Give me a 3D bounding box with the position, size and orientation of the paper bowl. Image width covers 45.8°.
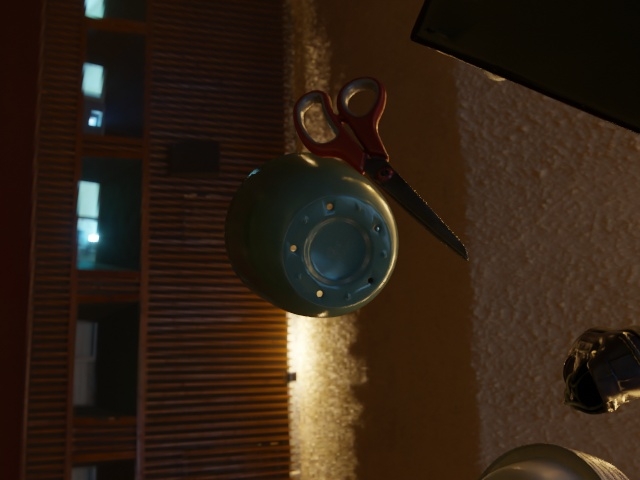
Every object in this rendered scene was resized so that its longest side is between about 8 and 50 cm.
[{"bbox_3d":[0.300,0.421,1.038,0.284,0.148,0.284,-39,-141,41],"label":"paper bowl"}]

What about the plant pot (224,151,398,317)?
[{"bbox_3d":[0.000,0.000,1.286,0.235,0.293,0.292,-152,-108,-72],"label":"plant pot"}]

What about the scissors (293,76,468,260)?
[{"bbox_3d":[0.050,-0.069,0.773,0.109,0.021,0.297,-22,-129,3],"label":"scissors"}]

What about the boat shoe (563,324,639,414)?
[{"bbox_3d":[0.242,0.119,0.676,0.206,0.065,0.075,81,-14,-75],"label":"boat shoe"}]

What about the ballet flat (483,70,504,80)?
[{"bbox_3d":[0.257,-0.452,1.221,0.139,0.139,0.399,3,-86,53],"label":"ballet flat"}]

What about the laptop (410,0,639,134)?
[{"bbox_3d":[0.395,-0.364,0.961,0.382,0.236,0.407,31,-73,26],"label":"laptop"}]
